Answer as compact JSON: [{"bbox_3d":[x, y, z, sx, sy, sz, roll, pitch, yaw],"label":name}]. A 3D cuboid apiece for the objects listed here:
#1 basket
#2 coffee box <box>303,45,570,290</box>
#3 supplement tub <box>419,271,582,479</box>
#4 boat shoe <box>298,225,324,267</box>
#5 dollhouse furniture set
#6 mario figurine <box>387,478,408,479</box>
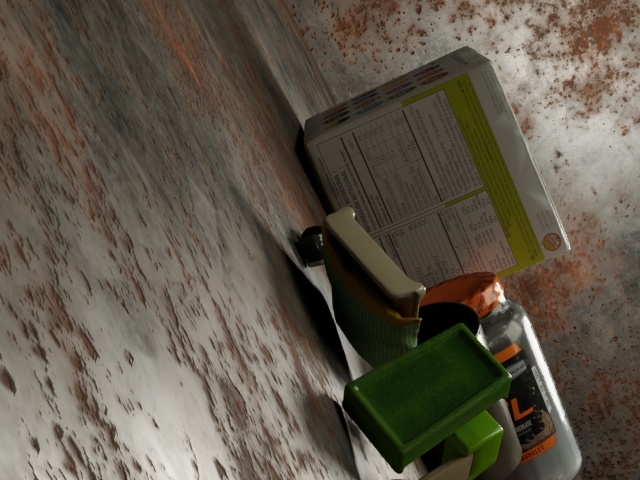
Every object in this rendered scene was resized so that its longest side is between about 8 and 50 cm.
[{"bbox_3d":[0.189,0.228,1.756,0.204,0.154,0.226,-124,-170,-72],"label":"basket"},{"bbox_3d":[0.185,-0.104,2.132,0.337,0.334,0.338,-90,155,-78],"label":"coffee box"},{"bbox_3d":[0.260,0.233,1.940,0.207,0.207,0.338,-83,150,-78],"label":"supplement tub"},{"bbox_3d":[0.002,-0.001,1.549,0.133,0.049,0.042,-54,126,-78],"label":"boat shoe"},{"bbox_3d":[0.052,0.136,1.376,0.301,0.151,0.197,49,-23,30],"label":"dollhouse furniture set"},{"bbox_3d":[0.147,0.297,1.008,0.320,0.170,0.198,46,52,-46],"label":"mario figurine"}]
